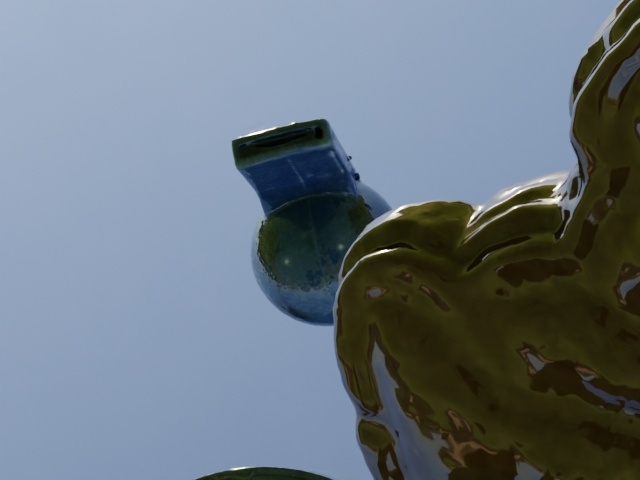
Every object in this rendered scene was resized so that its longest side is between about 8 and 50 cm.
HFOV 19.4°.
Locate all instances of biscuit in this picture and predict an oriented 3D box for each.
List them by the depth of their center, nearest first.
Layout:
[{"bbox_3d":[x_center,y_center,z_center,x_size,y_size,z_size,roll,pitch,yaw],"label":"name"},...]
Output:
[{"bbox_3d":[0.105,0.074,0.403,0.208,0.290,0.041,0,-152,28],"label":"biscuit"}]

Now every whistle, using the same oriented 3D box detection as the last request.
[{"bbox_3d":[0.000,0.000,0.988,0.090,0.158,0.090,-3,-104,10],"label":"whistle"}]

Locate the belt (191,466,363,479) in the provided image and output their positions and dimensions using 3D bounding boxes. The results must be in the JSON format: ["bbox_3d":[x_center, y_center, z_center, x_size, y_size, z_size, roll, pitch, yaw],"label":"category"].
[{"bbox_3d":[-0.026,0.204,1.104,0.190,0.082,0.141,-2,-101,16],"label":"belt"}]
